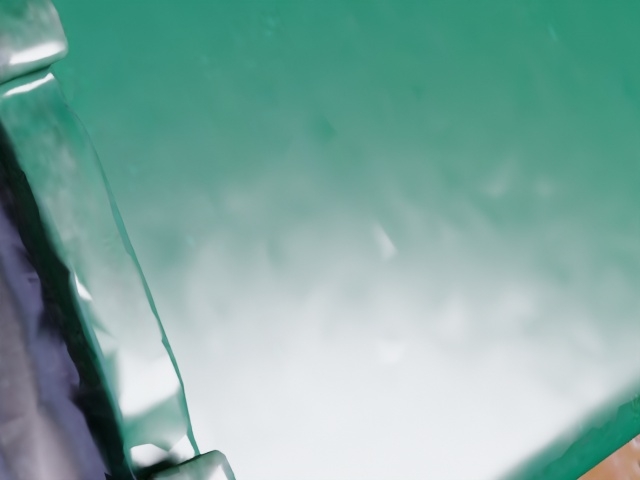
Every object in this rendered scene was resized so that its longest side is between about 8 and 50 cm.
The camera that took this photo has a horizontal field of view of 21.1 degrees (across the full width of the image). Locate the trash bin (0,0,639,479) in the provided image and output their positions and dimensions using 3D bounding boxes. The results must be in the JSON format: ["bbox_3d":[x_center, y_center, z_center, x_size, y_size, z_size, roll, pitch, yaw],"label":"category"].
[{"bbox_3d":[0.000,0.000,0.523,0.381,0.259,0.295,-22,93,-32],"label":"trash bin"}]
